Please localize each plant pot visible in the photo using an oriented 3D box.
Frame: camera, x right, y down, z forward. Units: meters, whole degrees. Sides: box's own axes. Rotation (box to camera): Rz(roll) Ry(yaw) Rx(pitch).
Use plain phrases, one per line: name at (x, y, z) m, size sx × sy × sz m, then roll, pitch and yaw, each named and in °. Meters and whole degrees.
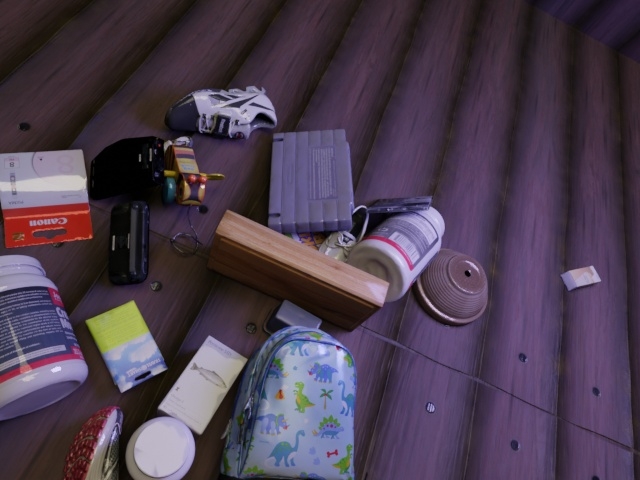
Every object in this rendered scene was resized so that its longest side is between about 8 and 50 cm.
plant pot at (0.391, 0.115, 1.373) m, size 0.238 × 0.109 × 0.237 m, roll 9°, pitch 59°, yaw -15°

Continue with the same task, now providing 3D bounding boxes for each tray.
tray at (-0.065, 0.087, 1.166) m, size 0.411 × 0.202 × 0.076 m, roll 24°, pitch 59°, yaw -6°

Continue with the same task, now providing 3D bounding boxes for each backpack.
backpack at (-0.050, 0.362, 1.006) m, size 0.291 × 0.273 × 0.355 m, roll 13°, pitch 51°, yaw -9°

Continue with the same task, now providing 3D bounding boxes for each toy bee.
toy bee at (-0.327, -0.145, 1.221) m, size 0.195 × 0.162 × 0.298 m, roll -23°, pitch 74°, yaw -41°

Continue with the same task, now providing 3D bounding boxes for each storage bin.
storage bin at (-0.067, 0.209, 1.166) m, size 0.135 × 0.091 × 0.098 m, roll 30°, pitch 57°, yaw -1°

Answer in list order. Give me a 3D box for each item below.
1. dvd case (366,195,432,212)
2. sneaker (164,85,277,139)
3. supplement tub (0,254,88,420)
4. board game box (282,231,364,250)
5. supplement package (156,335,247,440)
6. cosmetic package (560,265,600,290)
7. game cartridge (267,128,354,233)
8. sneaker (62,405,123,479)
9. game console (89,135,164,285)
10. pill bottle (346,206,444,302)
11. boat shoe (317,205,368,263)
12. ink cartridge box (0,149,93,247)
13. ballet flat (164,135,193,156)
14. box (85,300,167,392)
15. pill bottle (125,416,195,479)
dvd case at (0.230, -0.104, 1.362) m, size 0.165 × 0.221 × 0.018 m, roll -2°, pitch 100°, yaw 16°
sneaker at (-0.273, -0.353, 1.382) m, size 0.331 × 0.122 × 0.146 m, roll -20°, pitch 69°, yaw -27°
supplement tub at (-0.590, 0.185, 0.929) m, size 0.191 × 0.191 × 0.272 m, roll -21°, pitch 72°, yaw -28°
board game box at (0.000, 0.000, 1.341) m, size 0.260 × 0.039 × 0.124 m, roll -3°, pitch 64°, yaw -18°
supplement package at (-0.253, 0.316, 1.030) m, size 0.105 × 0.105 × 0.179 m, roll 32°, pitch 56°, yaw 0°
cosmetic package at (0.855, 0.124, 1.575) m, size 0.115 × 0.041 × 0.060 m, roll -9°, pitch 66°, yaw -24°
game cartridge at (-0.026, -0.173, 1.350) m, size 0.231 × 0.068 × 0.354 m, roll 0°, pitch 54°, yaw 0°
sneaker at (-0.415, 0.467, 0.897) m, size 0.112 × 0.121 × 0.298 m, roll 26°, pitch 50°, yaw -40°
game console at (-0.468, -0.072, 1.148) m, size 0.044 × 0.213 × 0.360 m, roll 20°, pitch 65°, yaw -62°
pill bottle at (0.221, 0.018, 1.309) m, size 0.176 × 0.176 × 0.319 m, roll 45°, pitch 44°, yaw 7°
boat shoe at (0.056, 0.005, 1.287) m, size 0.095 × 0.084 × 0.258 m, roll 29°, pitch 58°, yaw -5°
ink cartridge box at (-0.659, -0.108, 1.149) m, size 0.189 × 0.066 × 0.232 m, roll -8°, pitch 62°, yaw -24°
ballet flat at (-0.409, -0.266, 1.334) m, size 0.114 × 0.041 × 0.041 m, roll -27°, pitch 74°, yaw -29°
box at (-0.424, 0.233, 1.051) m, size 0.109 × 0.042 × 0.178 m, roll -25°, pitch 73°, yaw -29°
pill bottle at (-0.301, 0.400, 0.900) m, size 0.121 × 0.216 × 0.121 m, roll 9°, pitch 60°, yaw -16°
